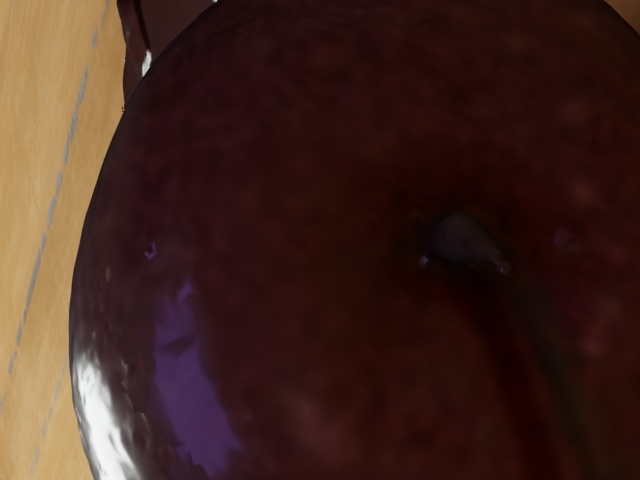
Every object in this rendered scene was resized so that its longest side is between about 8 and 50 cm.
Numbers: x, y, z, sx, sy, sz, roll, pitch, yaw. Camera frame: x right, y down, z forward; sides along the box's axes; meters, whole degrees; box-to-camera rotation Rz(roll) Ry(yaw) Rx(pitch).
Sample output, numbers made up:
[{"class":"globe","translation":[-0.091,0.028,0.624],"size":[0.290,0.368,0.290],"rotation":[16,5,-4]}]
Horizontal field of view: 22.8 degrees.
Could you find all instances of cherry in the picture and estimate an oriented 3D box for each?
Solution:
[{"class":"cherry","translation":[0.023,0.023,0.513],"size":[0.236,0.212,0.285],"rotation":[-59,-2,-10]}]

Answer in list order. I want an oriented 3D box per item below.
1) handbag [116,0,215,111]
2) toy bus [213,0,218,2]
[{"class":"handbag","translation":[-0.039,-0.098,0.826],"size":[0.275,0.084,0.260],"rotation":[-116,27,-42]},{"class":"toy bus","translation":[-0.020,-0.240,0.671],"size":[0.106,0.131,0.297],"rotation":[-56,45,50]}]
